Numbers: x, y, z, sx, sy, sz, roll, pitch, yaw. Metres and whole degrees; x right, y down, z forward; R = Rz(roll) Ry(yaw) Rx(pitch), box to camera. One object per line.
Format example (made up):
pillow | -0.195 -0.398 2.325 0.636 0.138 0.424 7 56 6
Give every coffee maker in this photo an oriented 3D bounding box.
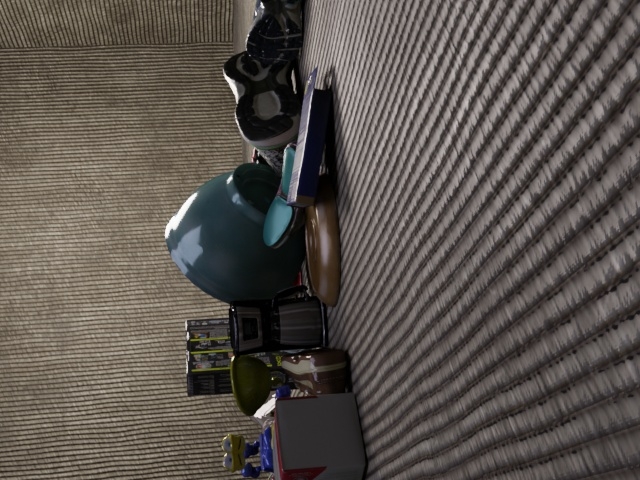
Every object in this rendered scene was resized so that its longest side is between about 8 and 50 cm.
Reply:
coffee maker | -0.085 0.169 1.645 0.171 0.178 0.120 103 163 -63

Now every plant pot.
plant pot | 0.000 0.000 1.494 0.236 0.032 0.236 177 90 -83
plant pot | -0.142 -0.033 1.749 0.196 0.293 0.293 -53 32 33

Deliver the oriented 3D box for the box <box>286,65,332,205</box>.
box | -0.017 -0.168 1.426 0.136 0.037 0.225 -174 92 -82

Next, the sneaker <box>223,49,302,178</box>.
sneaker | -0.109 -0.276 1.810 0.410 0.158 0.182 -97 -6 -49

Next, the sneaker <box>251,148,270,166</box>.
sneaker | -0.115 -0.169 1.988 0.135 0.098 0.276 -107 14 -50

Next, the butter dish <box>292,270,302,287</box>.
butter dish | -0.128 0.053 1.976 0.160 0.118 0.159 -11 80 52

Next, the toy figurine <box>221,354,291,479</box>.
toy figurine | -0.037 0.351 1.559 0.217 0.191 0.362 -29 48 31

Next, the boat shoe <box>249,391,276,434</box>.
boat shoe | -0.069 0.437 1.962 0.116 0.123 0.324 54 173 -20

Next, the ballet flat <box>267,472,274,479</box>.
ballet flat | -0.075 0.691 2.080 0.123 0.123 0.348 -138 45 -79

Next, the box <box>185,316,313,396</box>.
box | -0.155 0.242 1.845 0.216 0.270 0.060 -110 19 -62

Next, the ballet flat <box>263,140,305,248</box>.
ballet flat | -0.044 -0.083 1.585 0.077 0.079 0.221 40 126 40

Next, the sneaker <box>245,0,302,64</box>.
sneaker | -0.076 -0.464 1.666 0.283 0.110 0.122 110 168 -54

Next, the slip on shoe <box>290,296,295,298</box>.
slip on shoe | -0.120 0.059 2.125 0.123 0.101 0.331 104 162 -70

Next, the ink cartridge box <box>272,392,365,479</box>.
ink cartridge box | -0.007 0.341 1.348 0.176 0.128 0.127 97 167 -49

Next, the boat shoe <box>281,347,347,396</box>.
boat shoe | -0.011 0.239 1.470 0.257 0.095 0.095 144 116 -80
